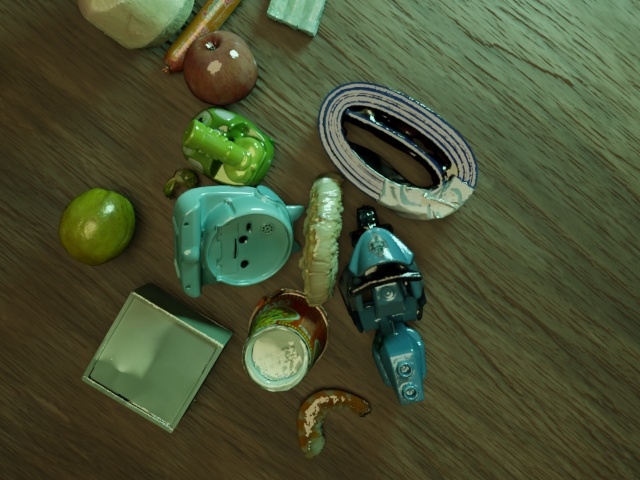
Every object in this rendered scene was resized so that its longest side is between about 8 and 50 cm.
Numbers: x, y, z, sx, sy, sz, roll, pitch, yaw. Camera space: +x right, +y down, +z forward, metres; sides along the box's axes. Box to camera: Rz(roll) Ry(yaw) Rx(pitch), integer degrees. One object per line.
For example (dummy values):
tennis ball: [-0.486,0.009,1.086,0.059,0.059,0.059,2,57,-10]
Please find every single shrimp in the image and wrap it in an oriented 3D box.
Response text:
shrimp: [0.031,0.409,1.306,0.166,0.049,0.160,0,94,-4]

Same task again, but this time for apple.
apple: [-0.206,-0.354,1.193,0.154,0.120,0.153,-4,60,7]

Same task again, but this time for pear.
pear: [-0.472,-0.031,1.240,0.149,0.149,0.162,25,89,1]

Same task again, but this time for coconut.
coconut: [-0.371,-0.500,1.137,0.224,0.224,0.234,-44,127,7]

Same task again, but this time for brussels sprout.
brussels sprout: [-0.307,-0.126,1.271,0.083,0.046,0.050,-27,87,7]

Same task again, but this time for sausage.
sausage: [-0.215,-0.484,1.226,0.053,0.053,0.347,42,97,-1]

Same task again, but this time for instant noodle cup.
instant noodle cup: [-0.077,0.210,1.205,0.193,0.212,0.192,0,95,4]

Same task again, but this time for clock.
clock: [-0.159,-0.003,1.197,0.274,0.094,0.223,-8,126,-18]

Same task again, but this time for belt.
belt: [0.151,-0.180,1.200,0.347,0.117,0.212,34,95,0]

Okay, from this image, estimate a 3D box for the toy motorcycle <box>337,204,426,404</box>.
toy motorcycle: [0.131,0.132,1.174,0.172,0.232,0.415,-11,95,1]

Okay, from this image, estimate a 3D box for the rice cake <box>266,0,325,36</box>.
rice cake: [-0.030,-0.546,1.215,0.124,0.038,0.211,23,96,1]

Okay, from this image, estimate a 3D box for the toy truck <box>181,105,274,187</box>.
toy truck: [-0.187,-0.183,1.189,0.187,0.210,0.148,30,95,-16]

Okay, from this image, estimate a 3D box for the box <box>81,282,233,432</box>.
box: [-0.346,0.249,1.275,0.225,0.117,0.225,31,96,0]

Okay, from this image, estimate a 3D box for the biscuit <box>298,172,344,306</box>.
biscuit: [0.000,0.000,1.195,0.084,0.179,0.280,6,96,3]
